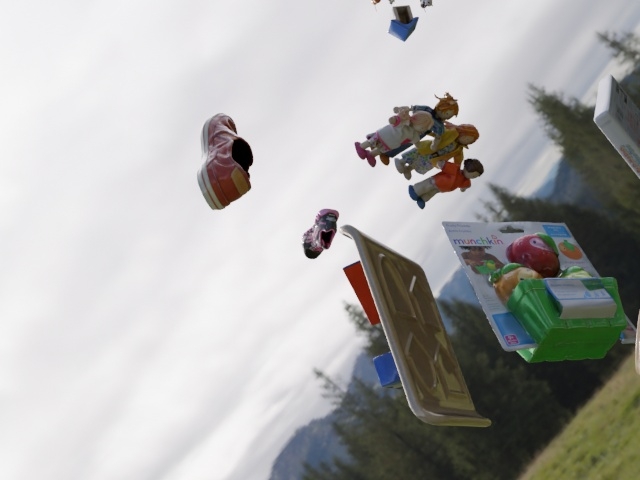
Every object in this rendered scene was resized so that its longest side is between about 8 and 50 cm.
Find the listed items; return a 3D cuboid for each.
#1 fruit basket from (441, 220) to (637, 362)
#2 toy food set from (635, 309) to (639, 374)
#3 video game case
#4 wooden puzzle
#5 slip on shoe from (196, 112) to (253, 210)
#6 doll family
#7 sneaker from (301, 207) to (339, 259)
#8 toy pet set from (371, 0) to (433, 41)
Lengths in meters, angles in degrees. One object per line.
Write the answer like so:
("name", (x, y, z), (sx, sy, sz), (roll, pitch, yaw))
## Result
("fruit basket", (0.453, 0.075, 1.732), (0.327, 0.353, 0.165), (1, -41, -21))
("toy food set", (0.344, 0.107, 0.886), (0.082, 0.020, 0.083), (-47, -46, -53))
("video game case", (0.471, -0.132, 1.225), (0.026, 0.206, 0.227), (-37, 7, 29))
("wooden puzzle", (0.145, 0.159, 1.410), (0.081, 0.347, 0.322), (-29, -23, 16))
("slip on shoe", (-0.185, -0.172, 1.728), (0.101, 0.123, 0.331), (-22, 29, 8))
("doll family", (0.179, -0.176, 1.448), (0.163, 0.118, 0.263), (-28, -39, 27))
("sneaker", (0.000, 0.000, 1.453), (0.047, 0.057, 0.119), (6, -41, -20))
("toy pet set", (0.167, -0.466, 1.730), (0.122, 0.065, 0.114), (-8, -22, -10))
